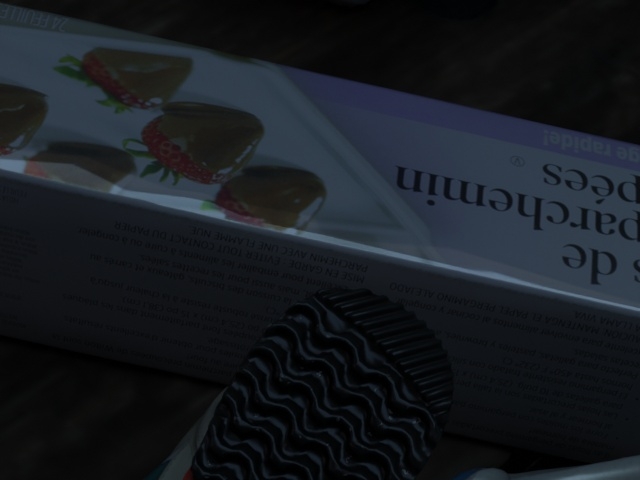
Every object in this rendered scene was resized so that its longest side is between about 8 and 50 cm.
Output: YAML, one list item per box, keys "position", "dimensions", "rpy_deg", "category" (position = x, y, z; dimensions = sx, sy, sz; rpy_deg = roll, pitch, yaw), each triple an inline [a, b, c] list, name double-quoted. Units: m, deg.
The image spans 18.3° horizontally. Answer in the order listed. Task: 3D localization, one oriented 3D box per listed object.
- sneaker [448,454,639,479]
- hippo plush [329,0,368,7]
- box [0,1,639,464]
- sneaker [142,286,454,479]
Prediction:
- position: [0.118, 0.096, 0.445]
  dimensions: [0.229, 0.092, 0.087]
  rpy_deg: [2, 47, -15]
  category: "sneaker"
- position: [0.076, -0.166, 0.634]
  dimensions: [0.236, 0.234, 0.294]
  rpy_deg: [-33, 42, -2]
  category: "hippo plush"
- position: [0.000, 0.000, 0.519]
  dimensions: [0.324, 0.067, 0.063]
  rpy_deg: [12, 47, -3]
  category: "box"
- position: [-0.030, 0.084, 0.445]
  dimensions: [0.057, 0.075, 0.161]
  rpy_deg: [38, 77, 10]
  category: "sneaker"
